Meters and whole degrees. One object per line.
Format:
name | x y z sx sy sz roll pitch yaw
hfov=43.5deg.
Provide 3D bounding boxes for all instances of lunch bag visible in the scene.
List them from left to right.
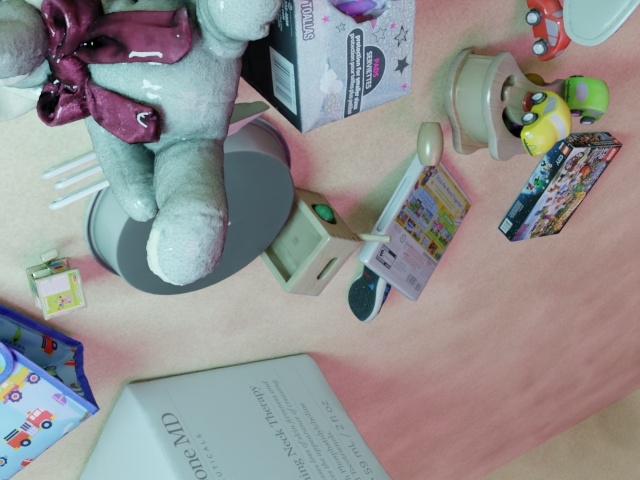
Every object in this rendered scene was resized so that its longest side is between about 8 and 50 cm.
lunch bag | -0.461 0.172 0.978 0.221 0.138 0.293 -38 135 4

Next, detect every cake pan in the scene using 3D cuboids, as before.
cake pan | -0.155 -0.035 1.039 0.293 0.054 0.293 -25 147 -18

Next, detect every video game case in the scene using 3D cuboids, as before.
video game case | 0.162 -0.020 1.325 0.206 0.026 0.227 -60 146 -4

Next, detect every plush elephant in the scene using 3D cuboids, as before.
plush elephant | -0.198 -0.165 0.679 0.256 0.330 0.271 9 116 -18

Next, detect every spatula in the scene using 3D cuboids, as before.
spatula | -0.181 -0.104 0.855 0.242 0.168 0.019 -25 117 -11

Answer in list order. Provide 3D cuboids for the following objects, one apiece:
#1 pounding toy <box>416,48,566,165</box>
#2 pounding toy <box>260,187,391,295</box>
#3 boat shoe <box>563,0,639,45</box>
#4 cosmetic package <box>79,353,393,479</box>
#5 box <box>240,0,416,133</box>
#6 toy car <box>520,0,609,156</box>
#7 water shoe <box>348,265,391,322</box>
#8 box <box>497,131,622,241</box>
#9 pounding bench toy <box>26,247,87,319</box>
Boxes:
pounding toy | 0.230 -0.207 1.180 0.270 0.155 0.154 -19 116 -41
pounding toy | 0.000 0.000 1.163 0.100 0.130 0.141 11 125 -50
boat shoe | 0.422 -0.397 1.049 0.091 0.114 0.302 -6 127 -52
cosmetic package | -0.153 0.443 1.391 0.394 0.329 0.327 -3 135 -43
box | -0.002 -0.259 0.776 0.142 0.163 0.247 -24 136 -21
toy car | 0.368 -0.224 1.163 0.225 0.053 0.238 11 81 -47
water shoe | 0.111 0.066 1.406 0.080 0.073 0.203 -18 143 -33
box | 0.461 -0.103 1.549 0.159 0.044 0.233 -8 138 -37
pounding bench toy | -0.327 0.043 0.979 0.052 0.065 0.083 -18 112 -27
